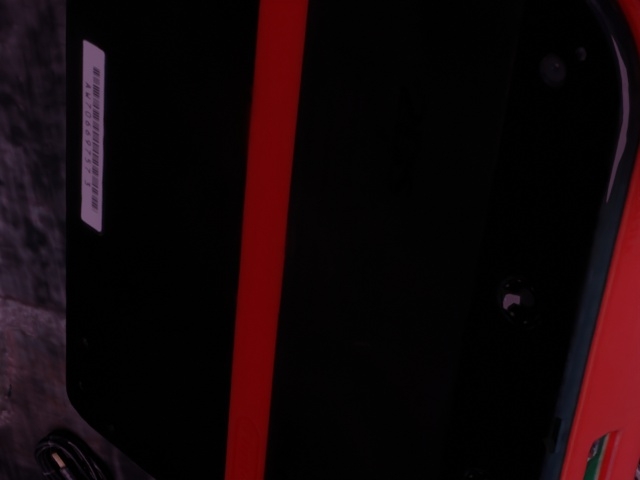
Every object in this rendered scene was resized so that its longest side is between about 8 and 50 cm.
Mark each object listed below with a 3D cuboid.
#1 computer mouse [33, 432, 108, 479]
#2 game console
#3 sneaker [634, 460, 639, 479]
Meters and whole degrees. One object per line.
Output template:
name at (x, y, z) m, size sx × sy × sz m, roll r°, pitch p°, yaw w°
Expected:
computer mouse at (-0.121, 0.233, 0.991) m, size 0.242 × 0.041 × 0.071 m, roll 50°, pitch 134°, yaw -11°
game console at (0.000, 0.000, 0.648) m, size 0.342 × 0.060 × 0.386 m, roll 32°, pitch 129°, yaw 36°
sneaker at (0.117, 0.119, 0.709) m, size 0.299 × 0.112 × 0.121 m, roll -29°, pitch 84°, yaw 45°
